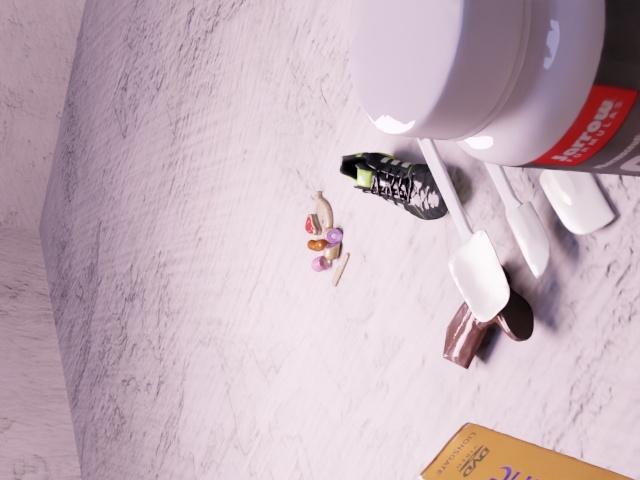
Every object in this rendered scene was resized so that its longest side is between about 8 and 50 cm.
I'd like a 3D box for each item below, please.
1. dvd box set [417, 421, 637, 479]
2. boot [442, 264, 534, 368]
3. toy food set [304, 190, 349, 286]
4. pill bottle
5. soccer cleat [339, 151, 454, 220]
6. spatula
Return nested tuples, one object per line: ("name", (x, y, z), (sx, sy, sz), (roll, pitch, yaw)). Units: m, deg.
("dvd box set", (0.258, 0.261, 0.504), (0.308, 0.062, 0.420), (54, 160, -19))
("boot", (0.157, 0.093, 0.939), (0.106, 0.037, 0.114), (-100, 29, -50))
("toy food set", (0.000, 0.000, 1.277), (0.122, 0.019, 0.078), (64, 142, 43))
("pill bottle", (0.174, -0.125, 0.645), (0.161, 0.283, 0.161), (-6, 83, 63))
("soccer cleat", (0.081, -0.061, 1.061), (0.179, 0.072, 0.060), (31, 116, 60))
("spatula", (0.164, -0.061, 0.921), (0.168, 0.019, 0.242), (-49, 45, 34))
